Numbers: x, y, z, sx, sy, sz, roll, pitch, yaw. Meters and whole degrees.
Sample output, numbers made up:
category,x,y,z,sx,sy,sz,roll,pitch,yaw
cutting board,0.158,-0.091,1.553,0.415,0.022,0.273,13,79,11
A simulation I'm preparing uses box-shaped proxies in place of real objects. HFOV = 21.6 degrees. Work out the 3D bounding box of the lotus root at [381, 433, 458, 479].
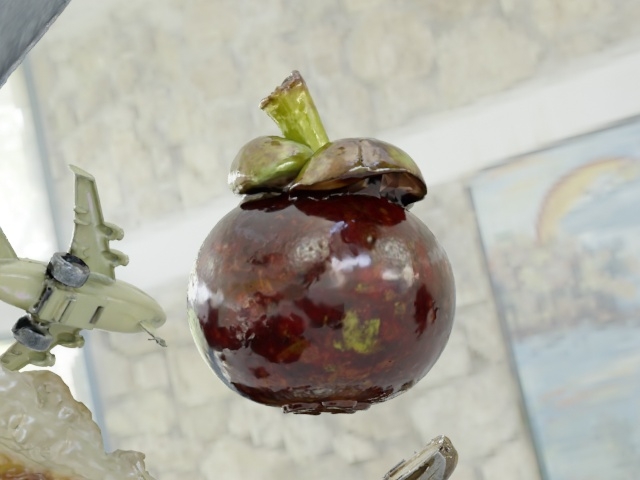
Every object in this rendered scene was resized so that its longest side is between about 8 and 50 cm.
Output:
category,x,y,z,sx,sy,sz,roll,pitch,yaw
lotus root,0.075,0.185,1.303,0.083,0.030,0.037,-38,9,25

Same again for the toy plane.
category,x,y,z,sx,sy,sz,roll,pitch,yaw
toy plane,-0.244,0.051,1.602,0.256,0.242,0.104,21,13,-36

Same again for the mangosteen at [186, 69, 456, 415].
category,x,y,z,sx,sy,sz,roll,pitch,yaw
mangosteen,0.006,0.009,0.927,0.156,0.181,0.146,-13,-34,35

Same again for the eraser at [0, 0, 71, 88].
category,x,y,z,sx,sy,sz,roll,pitch,yaw
eraser,-0.088,-0.115,0.453,0.092,0.212,0.046,24,-43,4

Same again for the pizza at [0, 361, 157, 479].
category,x,y,z,sx,sy,sz,roll,pitch,yaw
pizza,-0.085,0.104,0.429,0.134,0.271,0.056,-53,-14,-13
